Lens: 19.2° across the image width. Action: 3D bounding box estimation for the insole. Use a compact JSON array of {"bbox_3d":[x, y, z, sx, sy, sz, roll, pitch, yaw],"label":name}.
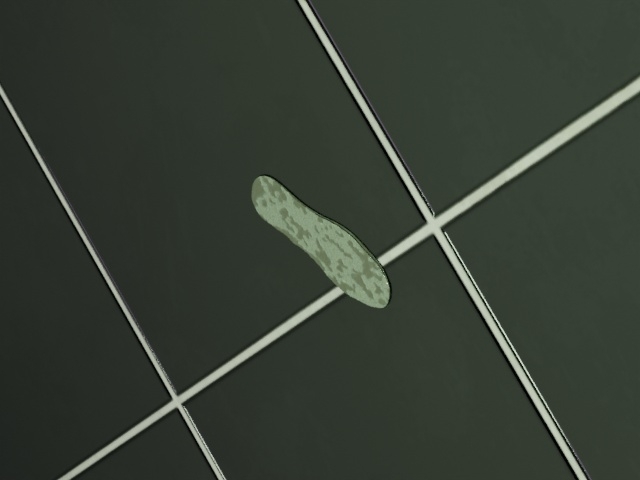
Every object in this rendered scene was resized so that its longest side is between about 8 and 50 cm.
[{"bbox_3d":[0.000,0.000,1.854,0.193,0.006,0.065,39,134,27],"label":"insole"}]
